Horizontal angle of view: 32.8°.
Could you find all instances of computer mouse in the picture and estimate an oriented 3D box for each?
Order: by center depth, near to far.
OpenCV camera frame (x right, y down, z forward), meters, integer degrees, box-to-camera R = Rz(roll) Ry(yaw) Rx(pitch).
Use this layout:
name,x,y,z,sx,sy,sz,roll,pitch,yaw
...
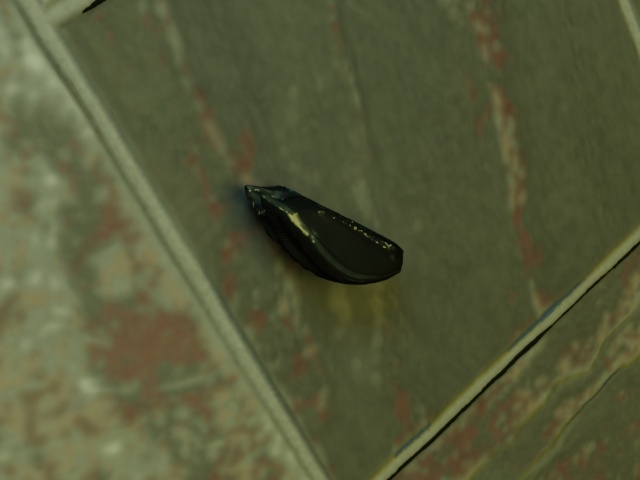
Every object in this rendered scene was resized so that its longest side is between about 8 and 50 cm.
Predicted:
name,x,y,z,sx,sy,sz,roll,pitch,yaw
computer mouse,0.000,0.000,0.747,0.135,0.079,0.047,27,92,-35
